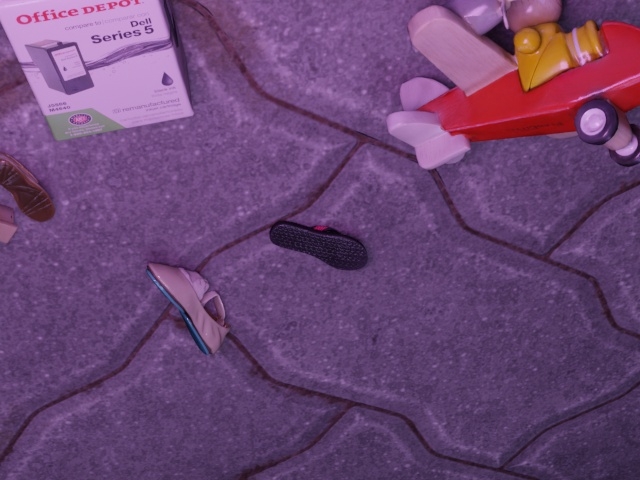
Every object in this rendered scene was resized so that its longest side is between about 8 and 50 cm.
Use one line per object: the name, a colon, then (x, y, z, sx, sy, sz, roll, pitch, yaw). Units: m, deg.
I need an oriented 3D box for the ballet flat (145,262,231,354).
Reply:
ballet flat: (-0.218, 0.101, 1.960, 0.086, 0.086, 0.248, -21, 138, 5)

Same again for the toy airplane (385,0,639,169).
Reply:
toy airplane: (0.280, -0.242, 1.649, 0.384, 0.273, 0.386, 6, 170, -8)

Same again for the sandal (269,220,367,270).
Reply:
sandal: (0.000, 0.000, 1.944, 0.179, 0.040, 0.067, 19, 123, -13)

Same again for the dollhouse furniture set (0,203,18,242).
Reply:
dollhouse furniture set: (-0.576, 0.021, 1.744, 0.161, 0.101, 0.182, 20, 126, -32)

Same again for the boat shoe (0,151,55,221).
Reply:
boat shoe: (-0.447, -0.083, 1.717, 0.050, 0.045, 0.135, -29, 132, 2)

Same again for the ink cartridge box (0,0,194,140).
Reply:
ink cartridge box: (-0.290, -0.267, 1.483, 0.198, 0.115, 0.273, -11, 149, 0)
